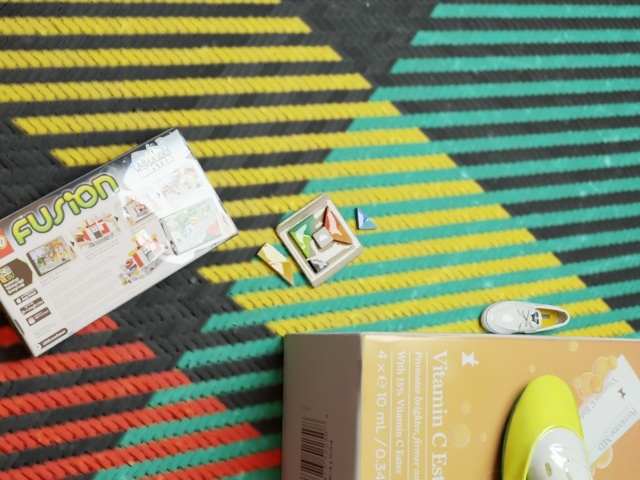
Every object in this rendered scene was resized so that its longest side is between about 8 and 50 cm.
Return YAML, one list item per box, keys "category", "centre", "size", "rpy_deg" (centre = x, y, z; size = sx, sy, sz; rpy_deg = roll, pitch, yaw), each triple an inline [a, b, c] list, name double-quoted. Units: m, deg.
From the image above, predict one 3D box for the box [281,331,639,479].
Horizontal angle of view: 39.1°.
- category: "box"
  centre: [0.151, 0.194, 0.835]
  size: [0.345, 0.168, 0.215]
  rpy_deg: [4, 83, -24]

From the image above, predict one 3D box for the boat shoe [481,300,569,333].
- category: "boat shoe"
  centre: [0.218, 0.082, 0.950]
  size: [0.100, 0.035, 0.035]
  rpy_deg: [4, 83, -24]

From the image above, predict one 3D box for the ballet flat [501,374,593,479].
- category: "ballet flat"
  centre: [0.178, 0.220, 0.709]
  size: [0.077, 0.077, 0.231]
  rpy_deg: [23, 76, -19]

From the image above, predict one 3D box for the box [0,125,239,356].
- category: "box"
  centre: [-0.185, -0.002, 0.779]
  size: [0.207, 0.036, 0.114]
  rpy_deg: [-32, 97, -24]

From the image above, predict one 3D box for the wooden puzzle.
- category: "wooden puzzle"
  centre: [0.000, 0.000, 0.874]
  size: [0.116, 0.014, 0.078]
  rpy_deg: [-43, 102, -22]
